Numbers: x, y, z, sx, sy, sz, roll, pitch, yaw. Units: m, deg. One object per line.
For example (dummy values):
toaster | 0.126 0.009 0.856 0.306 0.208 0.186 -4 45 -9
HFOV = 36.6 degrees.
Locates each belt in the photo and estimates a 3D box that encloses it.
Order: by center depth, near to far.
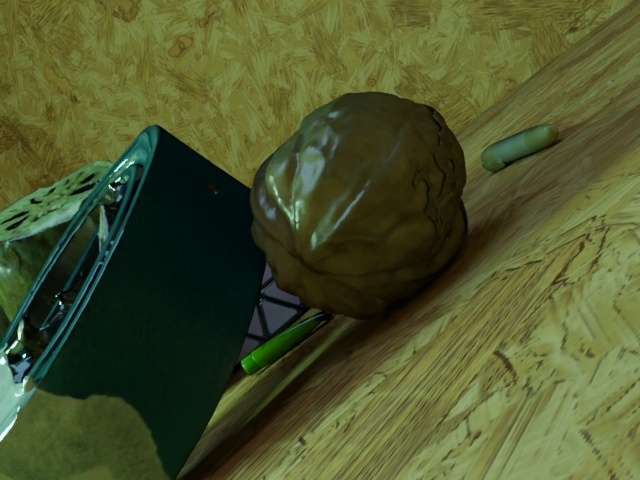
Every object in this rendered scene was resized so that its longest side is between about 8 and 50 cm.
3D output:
belt | -0.191 0.076 0.932 0.300 0.173 0.436 -45 18 30

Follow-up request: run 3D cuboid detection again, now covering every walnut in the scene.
walnut | 0.037 -0.034 0.874 0.198 0.198 0.245 -37 13 37

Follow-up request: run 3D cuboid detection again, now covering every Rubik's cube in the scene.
Rubik's cube | -0.127 0.107 1.376 0.211 0.190 0.178 -42 17 36

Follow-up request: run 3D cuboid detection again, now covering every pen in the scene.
pen | 0.238 -0.111 1.184 0.040 0.032 0.233 -62 5 -5

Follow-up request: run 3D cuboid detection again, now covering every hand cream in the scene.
hand cream | -0.037 0.114 1.119 0.122 0.023 0.036 -34 -1 9

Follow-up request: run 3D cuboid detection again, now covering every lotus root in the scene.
lotus root | -0.271 0.081 1.253 0.250 0.346 0.250 -23 29 14

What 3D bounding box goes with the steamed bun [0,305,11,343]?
steamed bun | -0.450 0.236 1.289 0.219 0.310 0.324 -30 37 17
